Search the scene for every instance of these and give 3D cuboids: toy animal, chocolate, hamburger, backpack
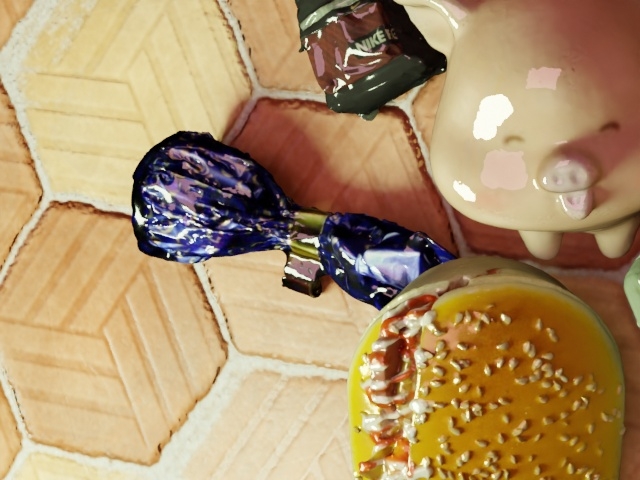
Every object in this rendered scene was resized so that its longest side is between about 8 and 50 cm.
[{"bbox_3d":[0.199,-0.111,1.547,0.237,0.326,0.269,-9,118,13],"label":"toy animal"},{"bbox_3d":[0.002,0.003,1.773,0.343,0.126,0.148,19,139,22],"label":"chocolate"},{"bbox_3d":[0.137,0.157,1.641,0.227,0.151,0.295,-2,113,4],"label":"hamburger"},{"bbox_3d":[0.031,-0.198,1.747,0.120,0.106,0.165,-32,82,28],"label":"backpack"}]

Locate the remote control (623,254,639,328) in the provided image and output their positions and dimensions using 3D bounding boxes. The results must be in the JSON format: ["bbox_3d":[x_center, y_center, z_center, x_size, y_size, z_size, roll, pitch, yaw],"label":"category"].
[{"bbox_3d":[0.340,0.150,1.541,0.128,0.065,0.335,-5,123,37],"label":"remote control"}]
